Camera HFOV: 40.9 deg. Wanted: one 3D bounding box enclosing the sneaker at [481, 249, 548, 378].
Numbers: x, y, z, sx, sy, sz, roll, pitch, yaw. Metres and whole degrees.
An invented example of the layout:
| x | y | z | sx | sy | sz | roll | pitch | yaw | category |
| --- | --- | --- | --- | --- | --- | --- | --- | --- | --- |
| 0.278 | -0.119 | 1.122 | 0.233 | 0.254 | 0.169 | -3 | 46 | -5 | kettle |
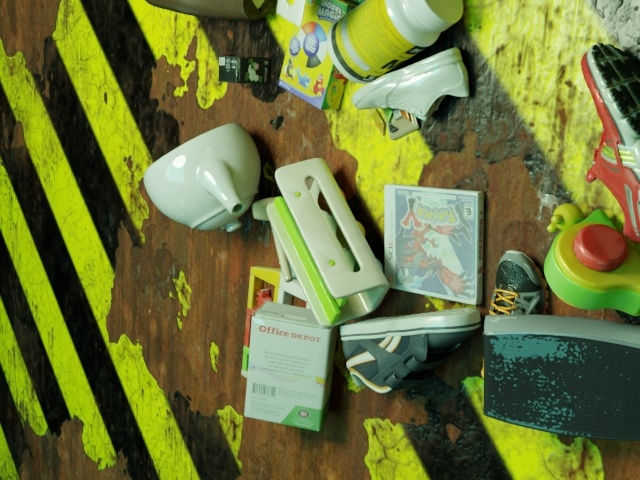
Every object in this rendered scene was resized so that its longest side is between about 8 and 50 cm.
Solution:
| x | y | z | sx | sy | sz | roll | pitch | yaw | category |
| --- | --- | --- | --- | --- | --- | --- | --- | --- | --- |
| 0.287 | 0.122 | 1.300 | 0.084 | 0.083 | 0.214 | 8 | 101 | 48 | sneaker |

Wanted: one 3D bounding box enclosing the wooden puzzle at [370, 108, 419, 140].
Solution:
| x | y | z | sx | sy | sz | roll | pitch | yaw | category |
| --- | --- | --- | --- | --- | --- | --- | --- | --- | --- |
| 0.132 | -0.213 | 1.456 | 0.116 | 0.014 | 0.078 | -32 | 74 | 45 | wooden puzzle |

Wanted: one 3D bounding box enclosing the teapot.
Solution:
| x | y | z | sx | sy | sz | roll | pitch | yaw | category |
| --- | --- | --- | --- | --- | --- | --- | --- | --- | --- |
| -0.214 | -0.102 | 1.708 | 0.253 | 0.256 | 0.187 | -28 | 93 | 32 | teapot |

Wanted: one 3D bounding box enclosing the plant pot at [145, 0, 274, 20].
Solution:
| x | y | z | sx | sy | sz | roll | pitch | yaw | category |
| --- | --- | --- | --- | --- | --- | --- | --- | --- | --- |
| -0.200 | -0.513 | 1.642 | 0.230 | 0.215 | 0.215 | 29 | 119 | 24 | plant pot |

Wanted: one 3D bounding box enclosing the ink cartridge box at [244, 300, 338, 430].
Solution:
| x | y | z | sx | sy | sz | roll | pitch | yaw | category |
| --- | --- | --- | --- | --- | --- | --- | --- | --- | --- |
| -0.054 | 0.237 | 1.639 | 0.154 | 0.093 | 0.212 | 9 | 108 | 12 | ink cartridge box |

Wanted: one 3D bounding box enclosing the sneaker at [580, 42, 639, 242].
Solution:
| x | y | z | sx | sy | sz | roll | pitch | yaw | category |
| --- | --- | --- | --- | --- | --- | --- | --- | --- | --- |
| 0.392 | -0.124 | 1.129 | 0.118 | 0.107 | 0.279 | -32 | 72 | 53 | sneaker |

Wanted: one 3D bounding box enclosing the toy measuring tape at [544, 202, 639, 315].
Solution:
| x | y | z | sx | sy | sz | roll | pitch | yaw | category |
| --- | --- | --- | --- | --- | --- | --- | --- | --- | --- |
| 0.383 | 0.083 | 1.124 | 0.121 | 0.121 | 0.330 | -54 | 47 | 38 | toy measuring tape |

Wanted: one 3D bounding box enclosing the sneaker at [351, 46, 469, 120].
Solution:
| x | y | z | sx | sy | sz | roll | pitch | yaw | category |
| --- | --- | --- | --- | --- | --- | --- | --- | --- | --- |
| 0.144 | -0.234 | 1.392 | 0.212 | 0.080 | 0.094 | -15 | 101 | 41 | sneaker |

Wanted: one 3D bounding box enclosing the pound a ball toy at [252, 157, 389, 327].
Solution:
| x | y | z | sx | sy | sz | roll | pitch | yaw | category |
| --- | --- | --- | --- | --- | --- | --- | --- | --- | --- |
| 0.000 | 0.000 | 1.568 | 0.319 | 0.136 | 0.208 | 64 | 157 | 25 | pound a ball toy |

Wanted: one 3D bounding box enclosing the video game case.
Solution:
| x | y | z | sx | sy | sz | roll | pitch | yaw | category |
| --- | --- | --- | --- | --- | --- | --- | --- | --- | --- |
| 0.185 | 0.002 | 1.432 | 0.201 | 0.023 | 0.183 | 9 | 104 | 46 | video game case |

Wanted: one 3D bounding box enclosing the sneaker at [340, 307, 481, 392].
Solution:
| x | y | z | sx | sy | sz | roll | pitch | yaw | category |
| --- | --- | --- | --- | --- | --- | --- | --- | --- | --- |
| 0.154 | 0.183 | 1.427 | 0.321 | 0.126 | 0.127 | -18 | 79 | 58 | sneaker |

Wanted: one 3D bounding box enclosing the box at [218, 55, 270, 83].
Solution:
| x | y | z | sx | sy | sz | roll | pitch | yaw | category |
| --- | --- | --- | --- | --- | --- | --- | --- | --- | --- |
| -0.150 | -0.335 | 1.686 | 0.062 | 0.083 | 0.052 | 15 | 107 | 45 | box |

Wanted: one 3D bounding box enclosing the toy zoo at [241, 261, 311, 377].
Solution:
| x | y | z | sx | sy | sz | roll | pitch | yaw | category |
| --- | --- | --- | --- | --- | --- | --- | --- | --- | --- |
| -0.081 | 0.175 | 1.746 | 0.192 | 0.030 | 0.293 | 22 | 113 | 43 | toy zoo |

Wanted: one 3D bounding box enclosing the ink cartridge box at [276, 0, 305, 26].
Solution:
| x | y | z | sx | sy | sz | roll | pitch | yaw | category |
| --- | --- | --- | --- | --- | --- | --- | --- | --- | --- |
| 0.035 | -0.513 | 1.358 | 0.207 | 0.119 | 0.353 | -123 | 44 | -64 | ink cartridge box |

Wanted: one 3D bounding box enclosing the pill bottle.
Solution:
| x | y | z | sx | sy | sz | roll | pitch | yaw | category |
| --- | --- | --- | --- | --- | --- | --- | --- | --- | --- |
| 0.117 | -0.344 | 1.369 | 0.208 | 0.119 | 0.119 | -24 | 79 | 47 | pill bottle |

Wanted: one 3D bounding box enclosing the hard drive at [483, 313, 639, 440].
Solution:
| x | y | z | sx | sy | sz | roll | pitch | yaw | category |
| --- | --- | --- | --- | --- | --- | --- | --- | --- | --- |
| 0.351 | 0.195 | 1.206 | 0.255 | 0.054 | 0.172 | 3 | 100 | 25 | hard drive |

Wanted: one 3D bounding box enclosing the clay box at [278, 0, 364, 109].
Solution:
| x | y | z | sx | sy | sz | roll | pitch | yaw | category |
| --- | --- | --- | --- | --- | --- | --- | --- | --- | --- |
| 0.003 | -0.361 | 1.539 | 0.127 | 0.053 | 0.222 | 35 | 122 | 37 | clay box |
